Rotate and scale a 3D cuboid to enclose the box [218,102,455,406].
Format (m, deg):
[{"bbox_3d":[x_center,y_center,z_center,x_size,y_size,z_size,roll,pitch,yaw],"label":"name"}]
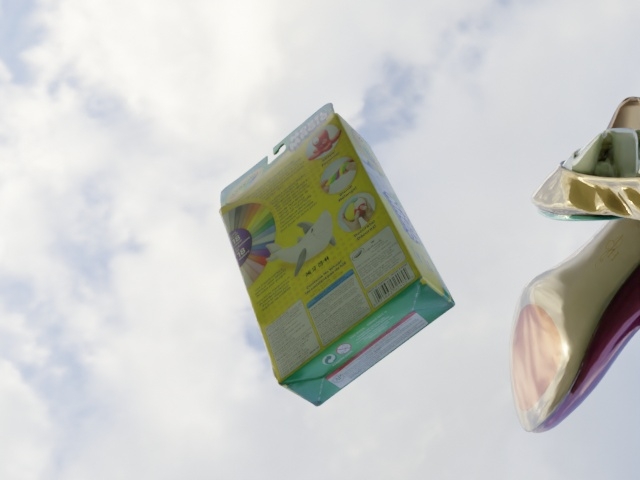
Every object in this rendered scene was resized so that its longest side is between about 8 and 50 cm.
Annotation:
[{"bbox_3d":[0.000,0.000,0.632,0.105,0.043,0.179,-38,-135,15],"label":"box"}]

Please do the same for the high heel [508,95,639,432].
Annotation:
[{"bbox_3d":[0.304,0.038,0.963,0.127,0.181,0.377,-112,-150,-46],"label":"high heel"}]

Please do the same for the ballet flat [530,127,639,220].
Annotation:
[{"bbox_3d":[0.218,-0.043,0.692,0.080,0.232,0.073,-8,-79,-21],"label":"ballet flat"}]
